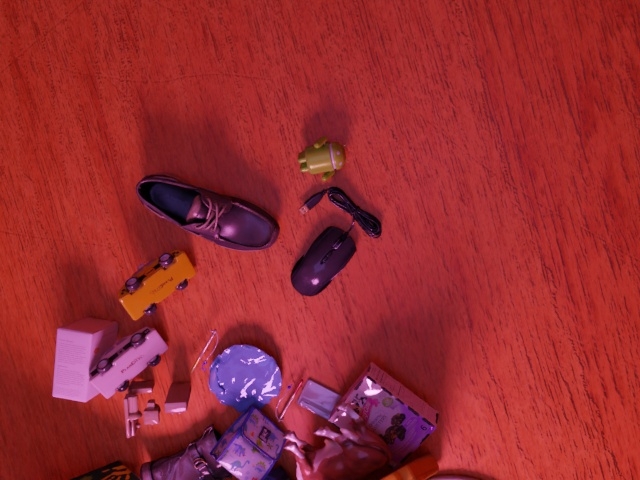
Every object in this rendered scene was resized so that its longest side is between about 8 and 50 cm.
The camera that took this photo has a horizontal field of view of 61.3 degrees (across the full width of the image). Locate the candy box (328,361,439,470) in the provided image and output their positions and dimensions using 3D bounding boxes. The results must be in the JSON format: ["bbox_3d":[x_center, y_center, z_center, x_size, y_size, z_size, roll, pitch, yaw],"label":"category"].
[{"bbox_3d":[0.145,0.409,1.259,0.196,0.070,0.165,36,113,3],"label":"candy box"}]

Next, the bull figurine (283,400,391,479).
[{"bbox_3d":[0.015,0.507,1.241,0.310,0.101,0.188,-39,95,24],"label":"bull figurine"}]

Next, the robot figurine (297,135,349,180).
[{"bbox_3d":[0.006,-0.192,1.252,0.115,0.067,0.101,-9,121,7],"label":"robot figurine"}]

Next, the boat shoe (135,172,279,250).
[{"bbox_3d":[-0.273,-0.058,1.265,0.355,0.130,0.132,18,97,5],"label":"boat shoe"}]

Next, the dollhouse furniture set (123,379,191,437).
[{"bbox_3d":[-0.398,0.429,1.332,0.151,0.144,0.123,-2,100,-8],"label":"dollhouse furniture set"}]

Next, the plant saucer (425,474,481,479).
[{"bbox_3d":[0.325,0.772,1.288,0.400,0.100,0.401,1,95,6],"label":"plant saucer"}]

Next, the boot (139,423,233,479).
[{"bbox_3d":[-0.305,0.617,1.356,0.229,0.091,0.263,-23,99,0],"label":"boot"}]

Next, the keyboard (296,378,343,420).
[{"bbox_3d":[0.069,0.430,1.331,0.256,0.014,0.072,26,92,3],"label":"keyboard"}]

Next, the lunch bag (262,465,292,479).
[{"bbox_3d":[-0.109,0.607,1.326,0.065,0.098,0.067,44,101,20],"label":"lunch bag"}]

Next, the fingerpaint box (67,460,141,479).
[{"bbox_3d":[-0.594,0.818,1.260,0.163,0.371,0.445,-1,96,49],"label":"fingerpaint box"}]

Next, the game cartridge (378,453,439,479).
[{"bbox_3d":[0.112,0.568,1.189,0.285,0.323,0.053,-33,66,9],"label":"game cartridge"}]

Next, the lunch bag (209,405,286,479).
[{"bbox_3d":[-0.168,0.500,1.312,0.129,0.096,0.151,46,66,-14],"label":"lunch bag"}]

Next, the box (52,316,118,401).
[{"bbox_3d":[-0.578,0.289,1.333,0.091,0.130,0.171,7,95,7],"label":"box"}]

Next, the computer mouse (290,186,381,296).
[{"bbox_3d":[0.000,0.000,1.275,0.262,0.060,0.184,-44,90,8],"label":"computer mouse"}]

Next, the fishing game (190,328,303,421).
[{"bbox_3d":[-0.185,0.341,1.339,0.264,0.041,0.189,27,105,-2],"label":"fishing game"}]

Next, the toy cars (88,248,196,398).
[{"bbox_3d":[-0.441,0.190,1.312,0.087,0.176,0.394,28,99,41],"label":"toy cars"}]
